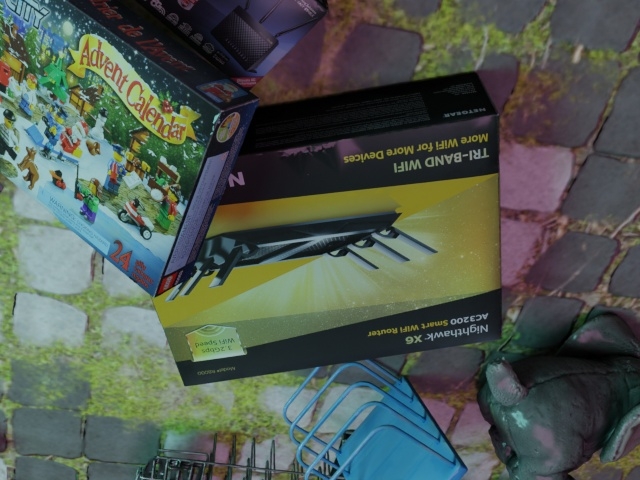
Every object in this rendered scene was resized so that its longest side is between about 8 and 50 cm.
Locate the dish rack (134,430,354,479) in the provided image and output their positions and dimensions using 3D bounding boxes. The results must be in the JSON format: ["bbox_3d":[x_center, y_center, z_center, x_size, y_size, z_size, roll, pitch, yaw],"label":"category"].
[{"bbox_3d":[-0.084,0.307,0.936,0.272,0.074,0.208,9,124,-9],"label":"dish rack"}]

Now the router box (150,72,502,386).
[{"bbox_3d":[0.000,0.000,0.703,0.309,0.081,0.242,-9,127,3],"label":"router box"}]

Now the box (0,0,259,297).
[{"bbox_3d":[-0.168,-0.090,0.565,0.233,0.044,0.159,36,124,16],"label":"box"}]

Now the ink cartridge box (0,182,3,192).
[{"bbox_3d":[-0.385,-0.083,0.600,0.206,0.045,0.208,-11,128,27],"label":"ink cartridge box"}]

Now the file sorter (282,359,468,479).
[{"bbox_3d":[0.042,0.198,0.787,0.104,0.170,0.118,37,97,-21],"label":"file sorter"}]

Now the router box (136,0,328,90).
[{"bbox_3d":[-0.068,-0.183,0.588,0.122,0.038,0.092,37,116,-27],"label":"router box"}]

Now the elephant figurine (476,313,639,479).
[{"bbox_3d":[0.296,0.164,0.827,0.240,0.186,0.169,-21,83,-2],"label":"elephant figurine"}]
